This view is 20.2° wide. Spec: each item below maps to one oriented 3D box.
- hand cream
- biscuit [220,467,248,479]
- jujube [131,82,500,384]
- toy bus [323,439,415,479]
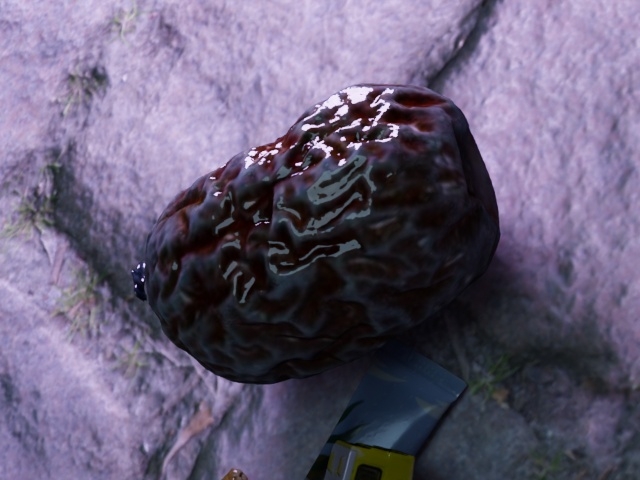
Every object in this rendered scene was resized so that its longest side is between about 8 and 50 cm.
[{"bbox_3d":[0.018,0.213,1.534,0.091,0.058,0.271,31,86,34],"label":"hand cream"},{"bbox_3d":[-0.132,0.314,1.585,0.231,0.025,0.131,-48,23,12],"label":"biscuit"},{"bbox_3d":[0.000,0.000,1.530,0.317,0.226,0.226,-25,58,24],"label":"jujube"},{"bbox_3d":[0.023,0.277,1.459,0.081,0.074,0.226,180,105,-78],"label":"toy bus"}]
